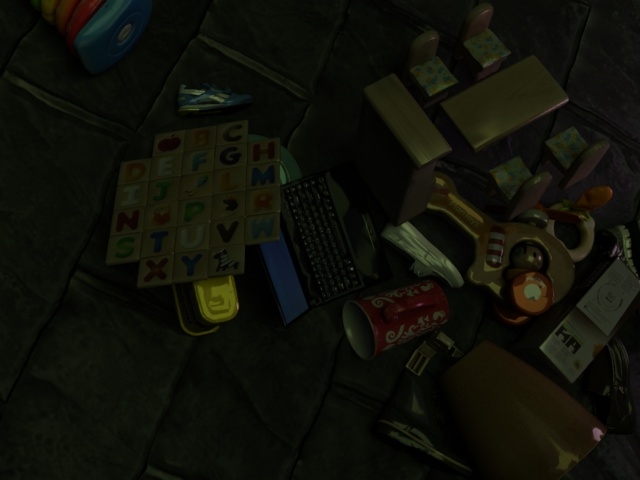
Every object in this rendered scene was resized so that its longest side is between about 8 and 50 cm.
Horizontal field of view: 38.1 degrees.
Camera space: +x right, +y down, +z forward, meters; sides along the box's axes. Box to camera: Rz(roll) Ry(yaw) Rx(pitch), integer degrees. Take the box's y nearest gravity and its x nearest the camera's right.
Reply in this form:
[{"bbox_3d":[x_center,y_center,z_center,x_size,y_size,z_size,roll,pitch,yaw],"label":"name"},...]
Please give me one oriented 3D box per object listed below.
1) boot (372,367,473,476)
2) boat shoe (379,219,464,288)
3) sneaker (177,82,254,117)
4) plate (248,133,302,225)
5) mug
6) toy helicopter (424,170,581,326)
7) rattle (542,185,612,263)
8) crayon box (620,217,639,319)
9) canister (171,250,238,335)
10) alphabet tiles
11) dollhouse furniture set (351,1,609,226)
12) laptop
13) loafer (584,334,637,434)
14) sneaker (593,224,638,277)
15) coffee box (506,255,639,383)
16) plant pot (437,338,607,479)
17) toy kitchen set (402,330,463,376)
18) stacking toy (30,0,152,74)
[{"bbox_3d":[0.208,0.332,1.682,0.198,0.077,0.137,32,65,-12],"label":"boot"},{"bbox_3d":[0.189,0.034,1.744,0.184,0.066,0.063,44,81,-8],"label":"boat shoe"},{"bbox_3d":[-0.190,-0.260,1.679,0.144,0.053,0.059,-6,78,-21],"label":"sneaker"},{"bbox_3d":[-0.118,-0.106,1.686,0.188,0.024,0.188,4,78,-18],"label":"plate"},{"bbox_3d":[0.148,0.140,1.665,0.169,0.150,0.113,-16,103,-26],"label":"mug"},{"bbox_3d":[0.335,-0.019,1.773,0.355,0.140,0.235,40,75,6],"label":"toy helicopter"},{"bbox_3d":[0.499,0.005,1.819,0.130,0.143,0.199,47,61,-25],"label":"rattle"},{"bbox_3d":[0.751,0.103,1.912,0.202,0.081,0.318,-8,81,-20],"label":"crayon box"},{"bbox_3d":[-0.193,0.087,1.539,0.073,0.170,0.126,-10,82,-21],"label":"canister"},{"bbox_3d":[-0.206,-0.069,1.533,0.285,0.011,0.342,-8,49,7],"label":"alphabet tiles"},{"bbox_3d":[0.270,-0.228,1.672,0.394,0.256,0.362,-29,72,-14],"label":"dollhouse furniture set"},{"bbox_3d":[0.000,0.000,1.629,0.264,0.136,0.234,-20,94,-18],"label":"laptop"},{"bbox_3d":[0.555,0.275,1.807,0.078,0.080,0.220,-9,82,-21],"label":"loafer"},{"bbox_3d":[0.592,0.049,1.880,0.075,0.063,0.170,3,73,-19],"label":"sneaker"},{"bbox_3d":[0.490,0.153,1.767,0.246,0.141,0.098,-45,95,-16],"label":"coffee box"},{"bbox_3d":[0.338,0.309,1.664,0.237,0.237,0.254,-34,78,-22],"label":"plant pot"},{"bbox_3d":[0.211,0.218,1.698,0.068,0.083,0.075,38,69,-7],"label":"toy kitchen set"},{"bbox_3d":[-0.451,-0.441,1.589,0.302,0.166,0.175,36,81,4],"label":"stacking toy"}]
